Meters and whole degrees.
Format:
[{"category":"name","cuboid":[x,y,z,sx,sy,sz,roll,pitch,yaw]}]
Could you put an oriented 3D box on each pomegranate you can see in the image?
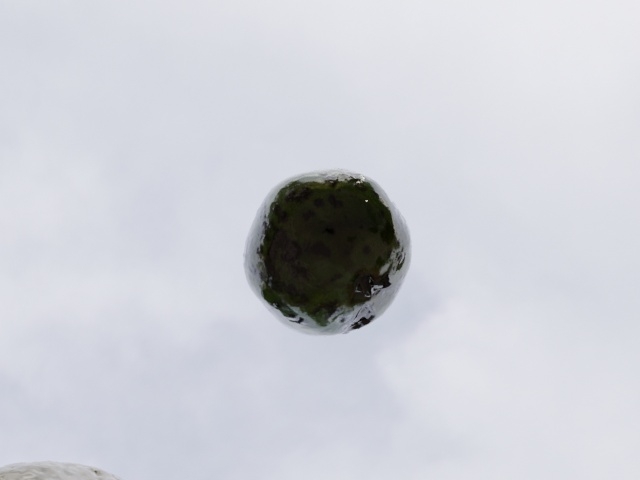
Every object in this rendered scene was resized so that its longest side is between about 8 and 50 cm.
[{"category":"pomegranate","cuboid":[0.000,0.000,0.957,0.122,0.161,0.122,-6,-66,-14]}]

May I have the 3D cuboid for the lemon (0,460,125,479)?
[{"category":"lemon","cuboid":[-0.231,0.300,1.042,0.310,0.253,0.253,-2,-104,-46]}]
